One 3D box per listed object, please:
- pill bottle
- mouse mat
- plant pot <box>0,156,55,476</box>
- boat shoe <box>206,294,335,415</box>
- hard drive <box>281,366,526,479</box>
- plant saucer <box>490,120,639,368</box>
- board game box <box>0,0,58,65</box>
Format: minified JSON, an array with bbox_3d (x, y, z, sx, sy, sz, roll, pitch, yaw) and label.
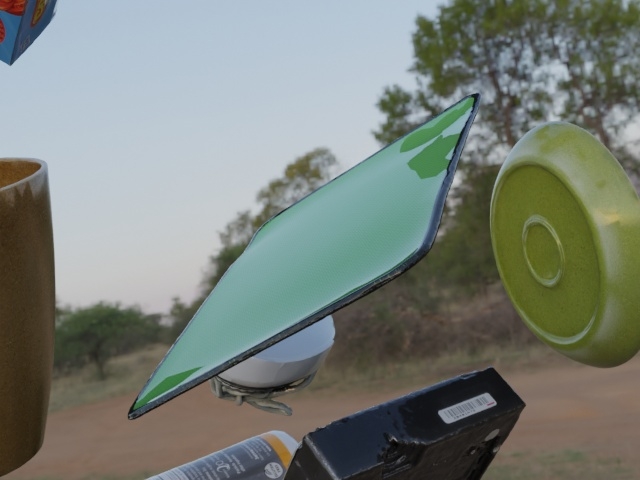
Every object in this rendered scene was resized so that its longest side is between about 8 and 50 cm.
[{"bbox_3d":[-0.141,0.338,1.121,0.278,0.162,0.162,-17,0,-25],"label":"pill bottle"},{"bbox_3d":[0.000,0.000,0.437,0.152,0.007,0.189,-30,14,28],"label":"mouse mat"},{"bbox_3d":[-0.329,0.078,0.846,0.237,0.254,0.237,-9,15,2],"label":"plant pot"},{"bbox_3d":[-0.055,0.098,0.875,0.113,0.105,0.306,22,9,-2],"label":"boat shoe"},{"bbox_3d":[0.044,0.281,0.966,0.237,0.064,0.339,-13,-42,-35],"label":"hard drive"},{"bbox_3d":[0.224,0.009,0.921,0.037,0.241,0.241,-14,-2,-19],"label":"plant saucer"},{"bbox_3d":[-0.347,-0.337,0.804,0.308,0.086,0.302,30,-37,-8],"label":"board game box"}]
